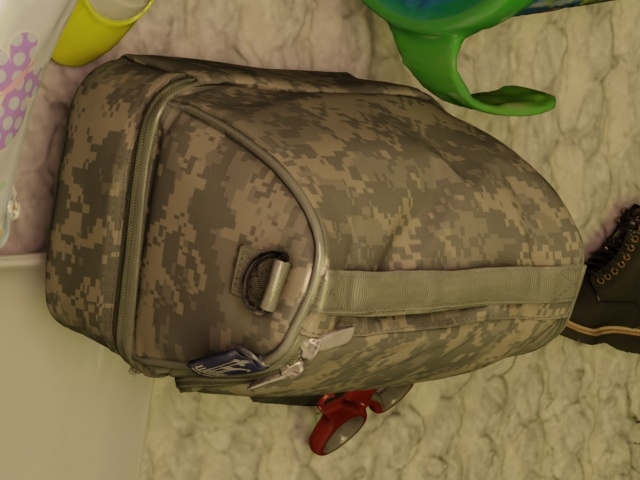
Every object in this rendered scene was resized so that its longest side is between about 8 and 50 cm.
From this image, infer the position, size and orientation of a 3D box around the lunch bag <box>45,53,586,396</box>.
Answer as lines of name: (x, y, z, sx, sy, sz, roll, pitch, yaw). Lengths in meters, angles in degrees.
lunch bag: (0.000, 0.000, 1.002, 0.305, 0.256, 0.212, 0, 103, -45)

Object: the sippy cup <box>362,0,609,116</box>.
sippy cup: (0.156, -0.260, 1.063, 0.224, 0.240, 0.305, -4, 143, -41)

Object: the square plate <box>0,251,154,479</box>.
square plate: (-0.289, 0.165, 1.059, 0.344, 0.049, 0.347, -1, 111, -32)

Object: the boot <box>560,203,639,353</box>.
boot: (0.245, 0.021, 1.327, 0.198, 0.077, 0.137, 11, 99, -48)

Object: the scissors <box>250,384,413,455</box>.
scissors: (0.014, 0.111, 1.150, 0.109, 0.021, 0.297, -38, 160, -1)

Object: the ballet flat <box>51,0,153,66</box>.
ballet flat: (-0.117, -0.215, 0.987, 0.077, 0.077, 0.231, 23, 97, -38)

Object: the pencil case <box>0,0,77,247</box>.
pencil case: (-0.217, -0.126, 0.934, 0.124, 0.113, 0.273, 20, 98, -3)
